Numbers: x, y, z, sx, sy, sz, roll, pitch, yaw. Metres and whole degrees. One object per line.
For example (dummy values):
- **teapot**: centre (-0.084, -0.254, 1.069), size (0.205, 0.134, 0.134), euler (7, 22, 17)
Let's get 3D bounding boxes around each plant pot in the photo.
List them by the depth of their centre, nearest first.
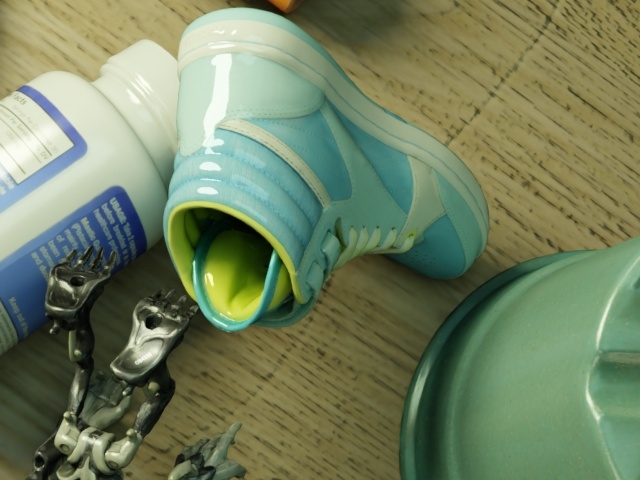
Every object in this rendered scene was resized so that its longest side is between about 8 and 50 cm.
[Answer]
- **plant pot**: centre (0.257, 0.132, 1.250), size (0.341, 0.334, 0.341), euler (3, 75, -10)

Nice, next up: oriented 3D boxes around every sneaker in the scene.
- **sneaker**: centre (0.000, 0.000, 1.277), size (0.319, 0.127, 0.208), euler (35, 53, -37)

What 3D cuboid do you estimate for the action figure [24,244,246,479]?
- **action figure**: centre (-0.137, 0.149, 1.262), size (0.164, 0.276, 0.141), euler (21, 33, 22)

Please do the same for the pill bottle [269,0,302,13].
- **pill bottle**: centre (-0.093, -0.285, 1.394), size (0.245, 0.130, 0.130), euler (39, 73, 0)

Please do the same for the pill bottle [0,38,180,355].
- **pill bottle**: centre (-0.206, -0.027, 1.298), size (0.272, 0.152, 0.152), euler (-36, 85, -17)
